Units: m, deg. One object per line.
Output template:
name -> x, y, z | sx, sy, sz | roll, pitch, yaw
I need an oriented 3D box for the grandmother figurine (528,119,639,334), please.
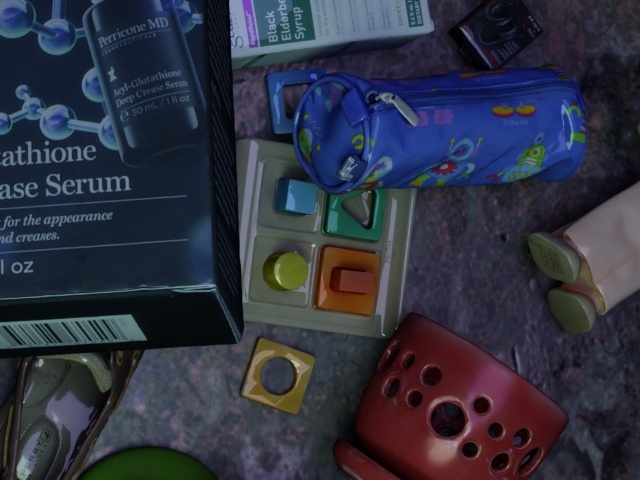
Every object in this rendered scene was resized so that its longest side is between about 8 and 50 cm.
grandmother figurine -> 0.377, -0.046, 2.035 | 0.342, 0.104, 0.208 | -30, 125, -20

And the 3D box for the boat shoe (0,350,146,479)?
boat shoe -> -0.219, 0.105, 1.802 | 0.123, 0.123, 0.342 | 27, 84, -15

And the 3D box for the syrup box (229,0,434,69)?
syrup box -> -0.020, -0.228, 1.906 | 0.236, 0.096, 0.093 | -9, 88, -19

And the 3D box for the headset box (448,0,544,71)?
headset box -> 0.178, -0.213, 2.004 | 0.083, 0.032, 0.062 | -40, 100, -17

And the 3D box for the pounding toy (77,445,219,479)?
pounding toy -> -0.161, 0.313, 1.829 | 0.183, 0.110, 0.237 | 21, 81, -16

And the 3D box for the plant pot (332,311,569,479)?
plant pot -> 0.118, 0.189, 1.891 | 0.191, 0.191, 0.174 | 35, 87, -14

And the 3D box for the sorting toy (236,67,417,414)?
sorting toy -> 0.000, 0.000, 1.928 | 0.196, 0.047, 0.348 | 8, 85, -18

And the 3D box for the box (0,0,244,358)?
box -> -0.228, -0.111, 1.685 | 0.293, 0.212, 0.396 | -5, 74, 3

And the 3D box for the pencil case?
pencil case -> 0.124, -0.111, 1.901 | 0.306, 0.133, 0.119 | -5, 67, -33
